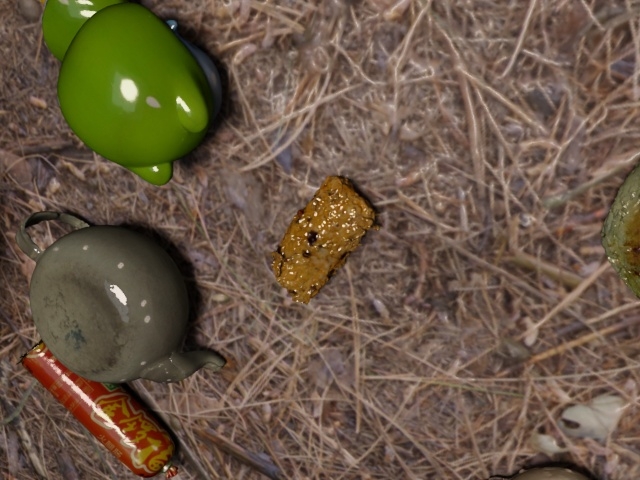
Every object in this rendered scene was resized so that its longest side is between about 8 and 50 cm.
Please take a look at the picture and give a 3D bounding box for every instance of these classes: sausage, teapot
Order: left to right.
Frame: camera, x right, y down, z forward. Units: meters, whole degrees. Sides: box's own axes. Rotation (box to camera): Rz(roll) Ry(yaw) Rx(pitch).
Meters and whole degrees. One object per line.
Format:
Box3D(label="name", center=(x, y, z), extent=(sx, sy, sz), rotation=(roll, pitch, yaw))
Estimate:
Box3D(label="sausage", center=(-0.296, 0.235, 0.777), extent=(0.264, 0.083, 0.083), rotation=(44, 116, 0))
Box3D(label="teapot", center=(-0.249, 0.073, 0.677), extent=(0.294, 0.129, 0.193), rotation=(46, 116, 3))

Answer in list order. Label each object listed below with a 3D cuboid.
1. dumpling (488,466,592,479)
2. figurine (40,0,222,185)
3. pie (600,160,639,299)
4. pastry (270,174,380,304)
Box3D(label="dumpling", center=(0.238, 0.300, 0.567), extent=(0.188, 0.127, 0.108), rotation=(-1, 114, 27))
Box3D(label="figurine", center=(-0.210, -0.186, 0.576), extent=(0.162, 0.143, 0.263), rotation=(-43, 78, 30))
Box3D(label="pie", center=(0.343, -0.008, 0.475), extent=(0.187, 0.041, 0.186), rotation=(6, 110, 18))
Box3D(label="pastry", center=(0.000, 0.000, 0.600), extent=(0.080, 0.056, 0.140), rotation=(41, 110, -5))
